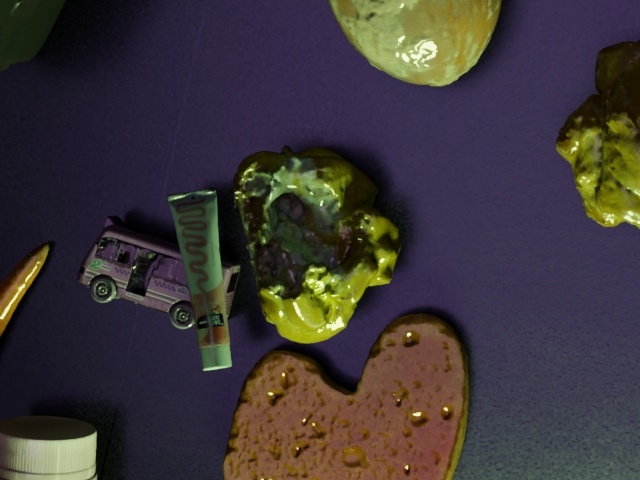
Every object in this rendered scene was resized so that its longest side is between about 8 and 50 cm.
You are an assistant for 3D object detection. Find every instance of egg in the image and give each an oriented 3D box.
[{"bbox_3d":[0.103,-0.287,1.785,0.203,0.203,0.245,-15,92,13],"label":"egg"}]

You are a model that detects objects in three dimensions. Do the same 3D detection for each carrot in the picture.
[{"bbox_3d":[-0.408,0.105,2.006,0.061,0.061,0.257,32,98,7],"label":"carrot"}]

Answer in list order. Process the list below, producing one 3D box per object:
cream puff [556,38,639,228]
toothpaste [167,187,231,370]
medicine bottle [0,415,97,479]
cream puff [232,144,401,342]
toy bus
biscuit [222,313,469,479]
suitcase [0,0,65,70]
[{"bbox_3d":[0.373,-0.104,1.749,0.196,0.244,0.244,16,100,41],"label":"cream puff"},{"bbox_3d":[-0.132,0.044,1.875,0.056,0.036,0.205,-9,82,-3],"label":"toothpaste"},{"bbox_3d":[-0.336,0.345,1.975,0.133,0.133,0.250,6,98,11],"label":"medicine bottle"},{"bbox_3d":[0.000,0.001,1.861,0.194,0.194,0.221,-13,81,13],"label":"cream puff"},{"bbox_3d":[-0.188,0.039,1.938,0.178,0.087,0.098,17,95,6],"label":"toy bus"},{"bbox_3d":[0.033,0.203,1.928,0.277,0.052,0.262,8,93,11],"label":"biscuit"},{"bbox_3d":[-0.354,-0.341,1.800,0.188,0.345,0.339,29,101,2],"label":"suitcase"}]
